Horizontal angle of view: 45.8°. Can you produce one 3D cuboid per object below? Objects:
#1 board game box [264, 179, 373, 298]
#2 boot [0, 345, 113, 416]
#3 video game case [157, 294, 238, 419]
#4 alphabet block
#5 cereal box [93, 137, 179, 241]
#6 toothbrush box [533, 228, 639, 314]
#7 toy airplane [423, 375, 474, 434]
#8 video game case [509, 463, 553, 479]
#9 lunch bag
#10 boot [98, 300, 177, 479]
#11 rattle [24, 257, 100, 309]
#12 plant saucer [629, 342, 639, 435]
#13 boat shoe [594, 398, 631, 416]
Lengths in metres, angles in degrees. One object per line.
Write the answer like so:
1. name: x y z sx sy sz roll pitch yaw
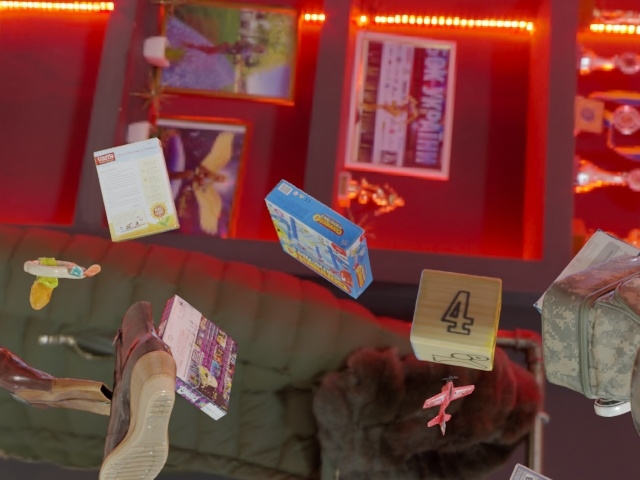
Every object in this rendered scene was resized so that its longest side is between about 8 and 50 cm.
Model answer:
1. board game box: 0.000 0.000 2.256 0.086 0.308 0.302 -48 153 -19
2. boot: -0.644 0.343 1.804 0.264 0.280 0.096 76 26 -45
3. video game case: -0.287 0.264 1.740 0.210 0.042 0.232 42 26 -24
4. alphabet block: 0.343 0.200 1.896 0.192 0.197 0.193 62 38 -65
5. cereal box: -0.474 -0.130 1.959 0.047 0.173 0.240 66 12 -85
6. toothbrush box: 0.623 0.152 1.618 0.295 0.216 0.126 42 -2 -40
7. toy airplane: 0.283 0.369 1.712 0.028 0.151 0.151 33 -51 50
8. video game case: 0.331 0.461 1.121 0.023 0.183 0.201 35 78 -43
9. lunch bag: 0.576 0.155 1.315 0.256 0.305 0.212 17 -65 54
10. boot: -0.288 0.245 1.173 0.248 0.090 0.207 -63 -146 23
11. rattle: -0.646 0.116 1.897 0.130 0.199 0.143 39 64 -69
12. plant saucer: 0.537 0.164 0.954 0.050 0.310 0.311 -133 -138 -67
13. boat shoe: 0.628 0.283 1.555 0.219 0.078 0.070 -27 104 -34
